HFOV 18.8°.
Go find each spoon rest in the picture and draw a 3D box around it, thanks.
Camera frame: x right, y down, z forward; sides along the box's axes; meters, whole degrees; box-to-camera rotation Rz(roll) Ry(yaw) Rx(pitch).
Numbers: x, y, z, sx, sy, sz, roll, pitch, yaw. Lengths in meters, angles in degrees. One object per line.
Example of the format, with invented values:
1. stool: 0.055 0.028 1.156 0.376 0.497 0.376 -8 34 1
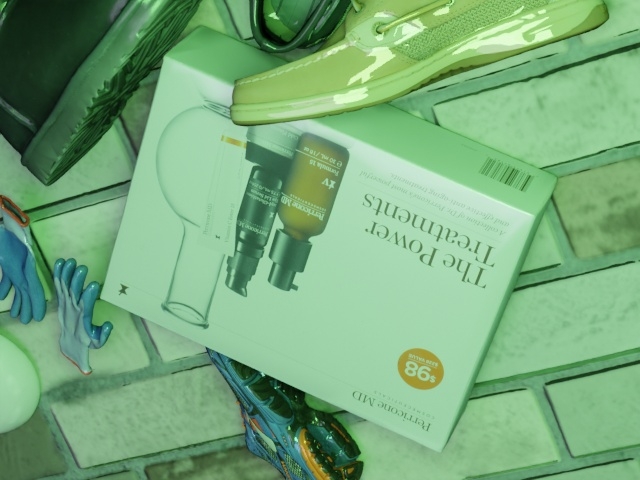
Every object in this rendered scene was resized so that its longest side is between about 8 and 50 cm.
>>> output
1. spoon rest: -0.430 0.117 2.093 0.276 0.084 0.137 30 123 -10

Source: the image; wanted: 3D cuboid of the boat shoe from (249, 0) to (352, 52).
1. boat shoe: 0.006 -0.311 1.687 0.127 0.113 0.340 29 121 6

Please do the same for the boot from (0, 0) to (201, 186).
1. boot: -0.343 -0.289 1.774 0.445 0.146 0.367 45 141 -1

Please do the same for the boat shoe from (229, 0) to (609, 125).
1. boat shoe: 0.075 -0.186 1.693 0.341 0.121 0.110 -18 95 1

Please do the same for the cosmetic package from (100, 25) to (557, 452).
1. cosmetic package: 0.000 0.000 1.851 0.377 0.097 0.284 23 123 9

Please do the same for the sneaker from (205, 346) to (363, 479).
1. sneaker: -0.054 0.177 1.966 0.087 0.083 0.221 -30 98 38

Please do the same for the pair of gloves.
1. pair of gloves: -0.280 0.052 1.972 0.198 0.023 0.159 41 145 26
